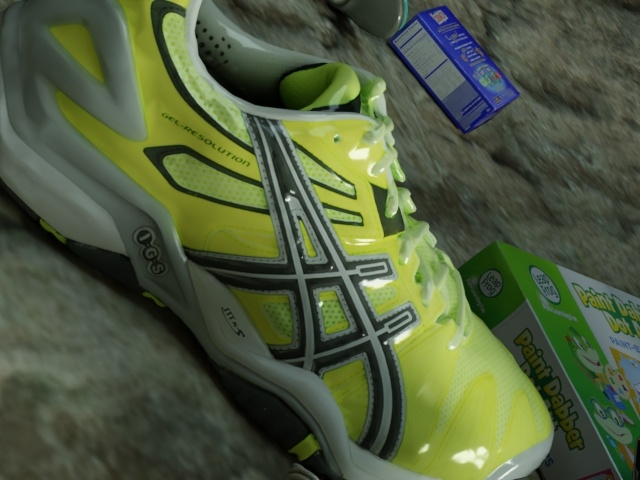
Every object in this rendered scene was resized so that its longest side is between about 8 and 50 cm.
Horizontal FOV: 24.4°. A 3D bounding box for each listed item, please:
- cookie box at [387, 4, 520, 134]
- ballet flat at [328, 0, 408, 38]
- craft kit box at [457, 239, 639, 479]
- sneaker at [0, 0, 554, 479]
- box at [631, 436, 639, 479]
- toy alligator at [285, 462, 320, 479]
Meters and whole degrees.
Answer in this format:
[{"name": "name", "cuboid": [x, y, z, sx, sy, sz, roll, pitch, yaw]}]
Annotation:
[{"name": "cookie box", "cuboid": [0.118, -0.151, 1.300, 0.107, 0.040, 0.092, 51, 25, 3]}, {"name": "ballet flat", "cuboid": [0.000, -0.246, 1.228, 0.068, 0.072, 0.213, -7, 55, -29]}, {"name": "craft kit box", "cuboid": [0.222, 0.134, 1.056, 0.250, 0.061, 0.246, 19, 36, -49]}, {"name": "sneaker", "cuboid": [0.000, 0.000, 0.761, 0.385, 0.147, 0.145, 39, 25, -24]}, {"name": "box", "cuboid": [0.276, 0.203, 0.891, 0.207, 0.108, 0.153, 15, 80, -49]}, {"name": "toy alligator", "cuboid": [0.030, 0.189, 0.661, 0.051, 0.056, 0.189, -38, 87, -25]}]
